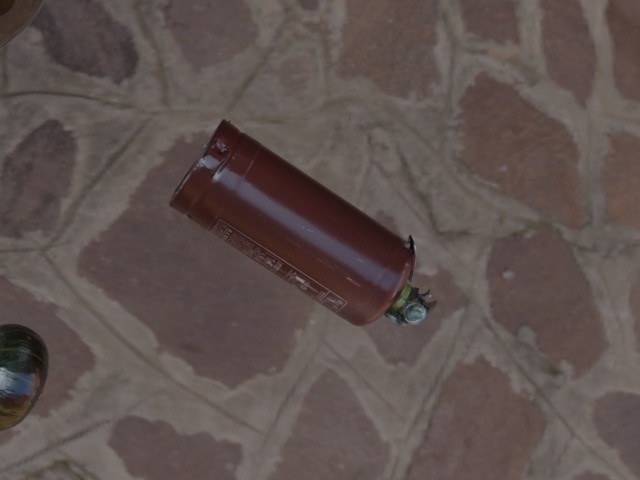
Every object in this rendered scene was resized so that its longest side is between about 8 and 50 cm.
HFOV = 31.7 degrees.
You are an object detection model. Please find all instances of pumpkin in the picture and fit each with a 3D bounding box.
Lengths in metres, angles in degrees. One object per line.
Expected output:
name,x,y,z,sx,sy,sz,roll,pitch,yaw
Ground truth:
pumpkin,-0.481,0.208,1.699,0.167,0.167,0.125,-58,139,-16

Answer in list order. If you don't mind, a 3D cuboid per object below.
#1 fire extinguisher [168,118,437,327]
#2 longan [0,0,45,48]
fire extinguisher,0.000,0.000,1.024,0.269,0.105,0.104,32,74,-9
longan,-0.342,-0.255,0.920,0.258,0.258,0.258,-1,92,-31
